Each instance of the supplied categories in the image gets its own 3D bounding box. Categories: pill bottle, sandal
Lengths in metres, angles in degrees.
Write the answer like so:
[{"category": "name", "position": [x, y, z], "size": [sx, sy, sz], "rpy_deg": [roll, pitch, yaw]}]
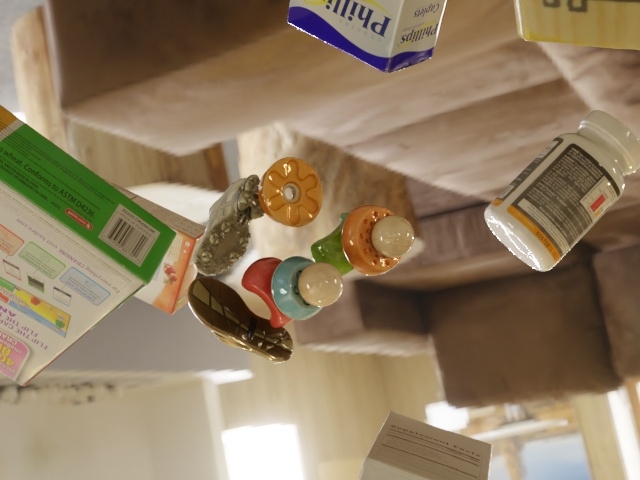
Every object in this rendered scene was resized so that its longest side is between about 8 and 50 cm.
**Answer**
[{"category": "pill bottle", "position": [0.441, -0.091, 1.998], "size": [0.278, 0.162, 0.162], "rpy_deg": [-45, 168, -4]}, {"category": "sandal", "position": [-0.119, 0.121, 1.579], "size": [0.180, 0.072, 0.049], "rpy_deg": [35, 140, -20]}]

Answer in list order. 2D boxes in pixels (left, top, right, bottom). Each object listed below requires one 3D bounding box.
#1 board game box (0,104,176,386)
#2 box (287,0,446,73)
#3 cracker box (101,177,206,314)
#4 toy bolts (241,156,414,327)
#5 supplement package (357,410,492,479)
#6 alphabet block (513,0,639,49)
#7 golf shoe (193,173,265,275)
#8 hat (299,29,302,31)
[{"category": "board game box", "position": [-0.313, 0.006, 1.057], "size": [0.242, 0.064, 0.316], "rpy_deg": [38, 141, -15]}, {"category": "box", "position": [0.047, -0.242, 1.012], "size": [0.072, 0.126, 0.137], "rpy_deg": [-29, 141, -43]}, {"category": "cracker box", "position": [-0.326, 0.008, 1.961], "size": [0.232, 0.155, 0.067], "rpy_deg": [25, -157, 12]}, {"category": "toy bolts", "position": [0.000, 0.000, 1.537], "size": [0.228, 0.218, 0.158], "rpy_deg": [-50, -159, -28]}, {"category": "supplement package", "position": [0.140, 0.387, 1.633], "size": [0.175, 0.177, 0.293], "rpy_deg": [18, -174, 9]}, {"category": "alphabet block", "position": [0.298, -0.324, 1.102], "size": [0.194, 0.192, 0.197], "rpy_deg": [11, 151, 22]}, {"category": "golf shoe", "position": [-0.143, -0.021, 1.675], "size": [0.086, 0.176, 0.069], "rpy_deg": [4, 143, 51]}, {"category": "hat", "position": [0.017, -0.363, 1.336], "size": [0.209, 0.183, 0.173], "rpy_deg": [-28, -158, -19]}]
